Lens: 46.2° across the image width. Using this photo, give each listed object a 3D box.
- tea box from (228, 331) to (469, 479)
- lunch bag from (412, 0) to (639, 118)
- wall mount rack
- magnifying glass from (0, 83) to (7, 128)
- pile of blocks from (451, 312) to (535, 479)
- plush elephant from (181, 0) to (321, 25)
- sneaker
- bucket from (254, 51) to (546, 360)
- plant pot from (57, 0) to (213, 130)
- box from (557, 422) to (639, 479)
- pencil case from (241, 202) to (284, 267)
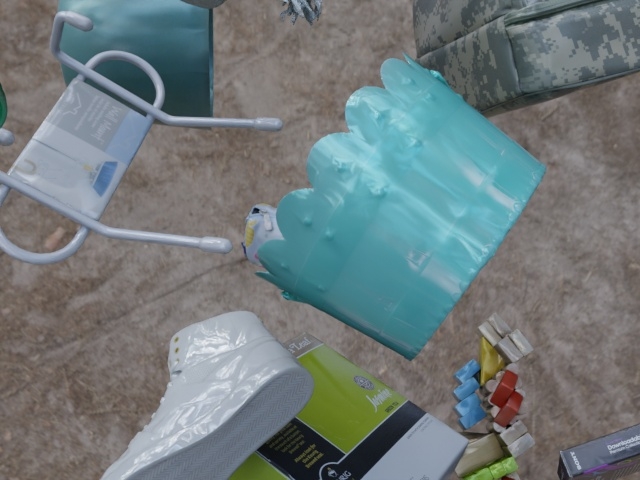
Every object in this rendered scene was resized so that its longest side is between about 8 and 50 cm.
[{"bbox_3d":[-0.015,0.338,1.087,0.324,0.219,0.329,33,23,21],"label":"tea box"},{"bbox_3d":[0.247,-0.298,0.933,0.213,0.305,0.255,-20,97,-15],"label":"lunch bag"},{"bbox_3d":[-0.229,-0.114,0.910,0.304,0.130,0.349,28,55,-14],"label":"wall mount rack"},{"bbox_3d":[-0.313,-0.105,0.475,0.092,0.231,0.026,-38,59,28],"label":"magnifying glass"},{"bbox_3d":[0.266,0.289,1.182,0.149,0.112,0.361,-1,74,3],"label":"pile of blocks"},{"bbox_3d":[-0.123,-0.401,0.851,0.256,0.272,0.329,3,78,-4],"label":"plush elephant"},{"bbox_3d":[-0.162,0.206,0.890,0.293,0.108,0.169,-36,40,-9],"label":"sneaker"},{"bbox_3d":[0.085,-0.026,0.768,0.183,0.281,0.281,35,68,7],"label":"bucket"},{"bbox_3d":[-0.298,-0.331,1.243,0.235,0.293,0.292,0,62,-7],"label":"plant pot"},{"bbox_3d":[0.306,0.195,0.711,0.162,0.116,0.029,-22,60,4],"label":"box"},{"bbox_3d":[0.000,0.000,1.337,0.273,0.124,0.113,9,37,21],"label":"pencil case"}]
